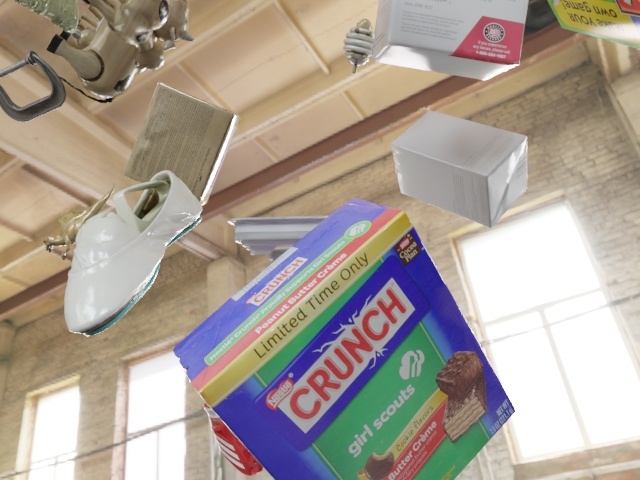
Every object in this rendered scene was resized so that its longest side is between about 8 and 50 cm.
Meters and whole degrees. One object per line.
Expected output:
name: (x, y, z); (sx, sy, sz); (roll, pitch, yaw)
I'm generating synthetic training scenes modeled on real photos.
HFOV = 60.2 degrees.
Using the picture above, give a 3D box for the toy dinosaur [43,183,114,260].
toy dinosaur: (-0.440, -0.023, 1.022); (0.183, 0.092, 0.053); (-39, -5, 4)

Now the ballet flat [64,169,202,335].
ballet flat: (-0.310, -0.007, 0.887); (0.139, 0.400, 0.139); (4, -62, 8)

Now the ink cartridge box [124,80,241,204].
ink cartridge box: (-0.321, -0.223, 1.294); (0.193, 0.234, 0.088); (24, 8, 0)

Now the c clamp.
c clamp: (-0.515, -0.271, 0.935); (0.161, 0.022, 0.137); (-10, -64, 17)

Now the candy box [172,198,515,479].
candy box: (0.042, 0.158, 0.618); (0.268, 0.122, 0.317); (-41, -66, -16)

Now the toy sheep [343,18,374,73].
toy sheep: (0.096, -0.480, 1.365); (0.091, 0.091, 0.132); (10, -74, -28)

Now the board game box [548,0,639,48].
board game box: (0.139, -0.141, 0.177); (0.046, 0.317, 0.213); (-40, -61, 10)

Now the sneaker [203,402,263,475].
sneaker: (-0.072, 0.301, 0.882); (0.221, 0.128, 0.087); (-8, 11, 25)

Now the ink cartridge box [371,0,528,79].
ink cartridge box: (0.277, -0.559, 1.144); (0.280, 0.384, 0.160); (7, 4, -7)

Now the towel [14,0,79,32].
towel: (-0.381, -0.384, 0.778); (0.027, 0.148, 0.110); (2, -5, 22)

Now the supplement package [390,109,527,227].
supplement package: (0.358, -0.193, 1.430); (0.175, 0.293, 0.177); (-43, -42, -22)

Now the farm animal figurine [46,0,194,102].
farm animal figurine: (-0.307, -0.354, 0.915); (0.172, 0.330, 0.327); (37, -61, -26)

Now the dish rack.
dish rack: (0.000, 0.000, 1.118); (0.333, 0.072, 0.285); (0, -5, 8)
